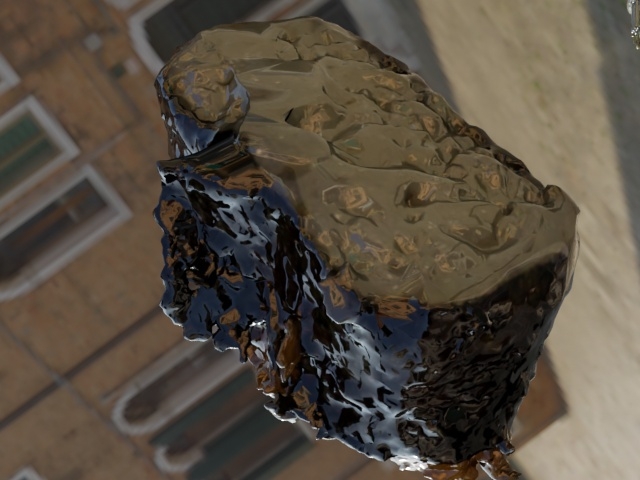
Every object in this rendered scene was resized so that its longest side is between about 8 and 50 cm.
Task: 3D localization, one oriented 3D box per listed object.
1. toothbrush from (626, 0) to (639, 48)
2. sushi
[{"bbox_3d":[0.218,-0.166,0.841,0.413,0.035,0.042,42,-136,-85],"label":"toothbrush"},{"bbox_3d":[0.000,0.000,0.982,0.348,0.234,0.207,51,144,39],"label":"sushi"}]
